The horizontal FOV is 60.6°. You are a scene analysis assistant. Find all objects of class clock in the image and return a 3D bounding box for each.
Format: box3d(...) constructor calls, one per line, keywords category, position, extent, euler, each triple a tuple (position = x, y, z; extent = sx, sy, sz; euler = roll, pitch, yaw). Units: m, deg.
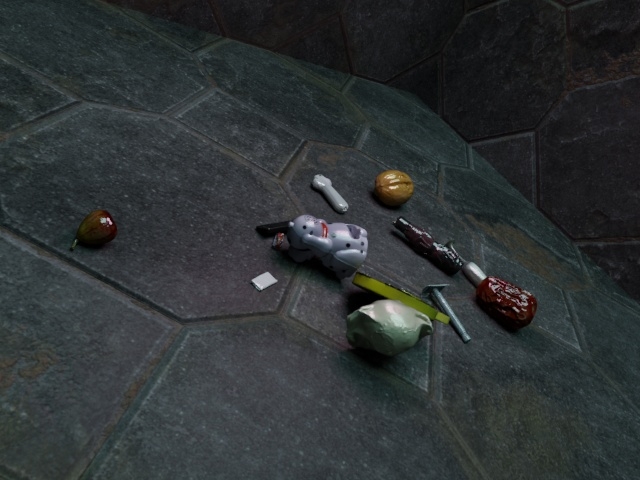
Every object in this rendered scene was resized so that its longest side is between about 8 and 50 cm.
box3d(category="clock", position=(0.001, 0.003, 1.750), extent=(0.254, 0.188, 0.188), euler=(17, 34, -26))
box3d(category="clock", position=(0.226, 0.187, 1.693), extent=(0.294, 0.071, 0.277), euler=(29, -6, -20))

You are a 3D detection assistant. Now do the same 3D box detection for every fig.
box3d(category="fig", position=(-0.578, -0.021, 1.373), extent=(0.125, 0.088, 0.089), euler=(-31, 65, -32))

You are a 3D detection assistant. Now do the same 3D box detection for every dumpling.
box3d(category="dumpling", position=(0.189, 0.258, 1.539), extent=(0.258, 0.193, 0.147), euler=(5, 41, -12))

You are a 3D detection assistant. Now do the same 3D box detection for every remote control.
box3d(category="remote control", position=(-0.112, -0.051, 1.856), extent=(0.063, 0.025, 0.245), euler=(17, 18, 38))

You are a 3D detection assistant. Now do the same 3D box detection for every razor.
box3d(category="razor", position=(0.456, 0.254, 1.918), extent=(0.106, 0.068, 0.232), euler=(0, 48, -41))

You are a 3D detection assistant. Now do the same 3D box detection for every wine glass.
box3d(category="wine glass", position=(0.607, 0.106, 2.253), extent=(0.074, 0.074, 0.262), euler=(-2, 47, -44))

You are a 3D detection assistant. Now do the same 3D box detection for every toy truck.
box3d(category="toy truck", position=(-0.136, 0.000, 1.778), extent=(0.032, 0.024, 0.083), euler=(5, 33, 5))

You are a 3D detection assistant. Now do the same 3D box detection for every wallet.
box3d(category="wallet", position=(-0.164, 0.118, 1.595), extent=(0.044, 0.011, 0.083), euler=(41, 32, 16))

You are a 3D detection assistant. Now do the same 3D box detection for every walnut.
box3d(category="walnut", position=(0.320, -0.229, 2.396), extent=(0.207, 0.159, 0.159), euler=(2, 42, -48))

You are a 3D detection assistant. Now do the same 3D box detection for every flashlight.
box3d(category="flashlight", position=(0.039, -0.183, 2.179), extent=(0.093, 0.047, 0.200), euler=(-8, 51, -47))

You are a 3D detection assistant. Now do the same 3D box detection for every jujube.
box3d(category="jujube", position=(0.708, 0.232, 2.090), extent=(0.230, 0.155, 0.155), euler=(33, 29, 21))

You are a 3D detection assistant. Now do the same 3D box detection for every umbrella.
box3d(category="umbrella", position=(0.427, 0.018, 2.192), extent=(0.326, 0.094, 0.090), euler=(37, 4, 6))

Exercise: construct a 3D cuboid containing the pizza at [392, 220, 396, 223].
box3d(category="pizza", position=(0.332, -0.055, 2.287), extent=(0.083, 0.016, 0.037), euler=(34, 29, -4))
